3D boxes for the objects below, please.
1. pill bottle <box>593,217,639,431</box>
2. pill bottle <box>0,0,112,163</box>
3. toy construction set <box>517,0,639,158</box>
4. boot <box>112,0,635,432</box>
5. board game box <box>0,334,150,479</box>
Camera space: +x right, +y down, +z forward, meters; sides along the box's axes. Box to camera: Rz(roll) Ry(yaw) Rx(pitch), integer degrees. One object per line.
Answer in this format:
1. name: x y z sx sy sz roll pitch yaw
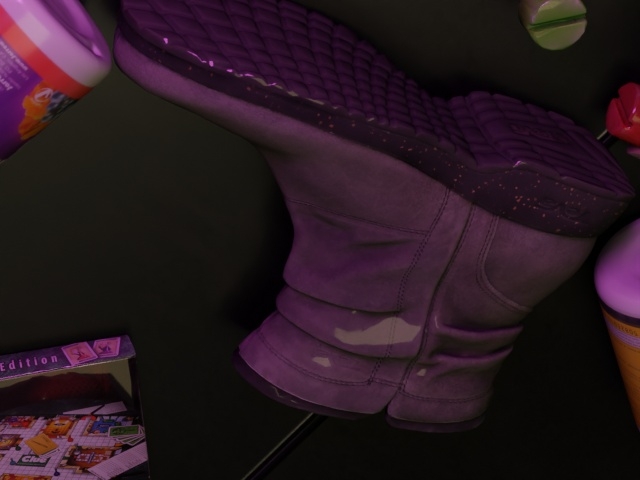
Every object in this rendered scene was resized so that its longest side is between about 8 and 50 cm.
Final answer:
1. pill bottle: 0.244 0.077 1.231 0.103 0.103 0.184 -22 123 -1
2. pill bottle: -0.215 -0.072 1.016 0.193 0.108 0.108 -38 122 9
3. toy construction set: 0.312 -0.068 1.082 0.257 0.237 0.309 -36 123 8
4. boot: 0.000 0.000 1.119 0.338 0.118 0.222 22 118 -21
5. board game box: -0.237 0.140 1.186 0.260 0.030 0.136 -9 124 -10
